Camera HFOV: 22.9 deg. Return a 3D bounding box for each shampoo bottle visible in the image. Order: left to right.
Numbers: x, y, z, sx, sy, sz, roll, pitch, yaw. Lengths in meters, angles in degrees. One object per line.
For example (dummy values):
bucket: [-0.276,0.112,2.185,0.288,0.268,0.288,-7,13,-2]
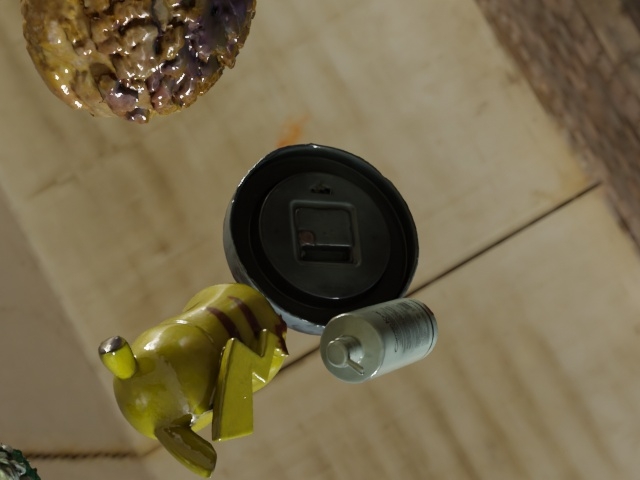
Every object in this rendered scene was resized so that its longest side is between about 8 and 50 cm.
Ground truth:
shampoo bottle: [0.064,0.122,1.907,0.085,0.085,0.262,60,-160,9]

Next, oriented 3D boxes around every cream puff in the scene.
cream puff: [-0.194,-0.291,1.859,0.343,0.231,0.327,31,-112,-60]

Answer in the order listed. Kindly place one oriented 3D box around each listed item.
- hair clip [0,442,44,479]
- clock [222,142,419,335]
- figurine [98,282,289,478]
hair clip: [-0.405,0.256,1.690,0.138,0.321,0.091,54,-139,-31]
clock: [0.000,0.000,2.546,0.325,0.325,0.067,60,150,12]
figurine: [-0.159,0.178,2.107,0.218,0.169,0.326,56,-137,-1]
